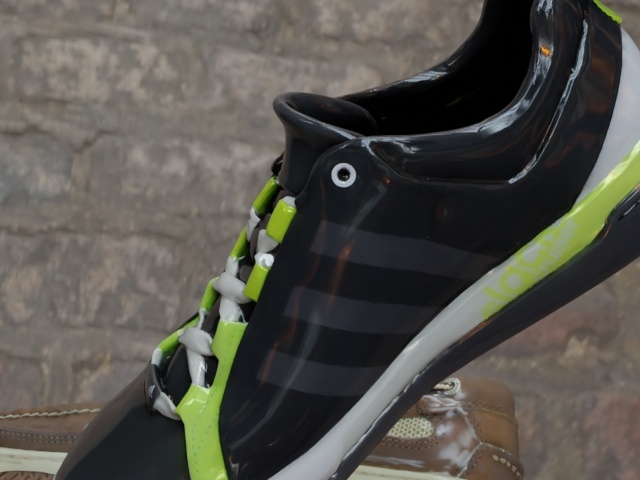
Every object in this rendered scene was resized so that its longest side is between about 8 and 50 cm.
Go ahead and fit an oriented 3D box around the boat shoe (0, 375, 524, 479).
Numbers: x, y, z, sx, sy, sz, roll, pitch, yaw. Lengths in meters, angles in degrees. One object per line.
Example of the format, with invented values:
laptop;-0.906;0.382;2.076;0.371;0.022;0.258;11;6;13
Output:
boat shoe;-0.035;0.089;0.670;0.257;0.095;0.095;4;64;16

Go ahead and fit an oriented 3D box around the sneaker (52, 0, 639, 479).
sneaker;0.000;0.000;0.449;0.235;0.097;0.084;-38;29;-2
